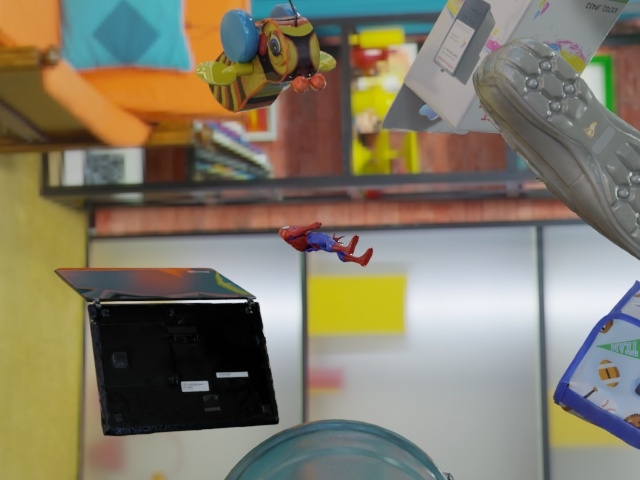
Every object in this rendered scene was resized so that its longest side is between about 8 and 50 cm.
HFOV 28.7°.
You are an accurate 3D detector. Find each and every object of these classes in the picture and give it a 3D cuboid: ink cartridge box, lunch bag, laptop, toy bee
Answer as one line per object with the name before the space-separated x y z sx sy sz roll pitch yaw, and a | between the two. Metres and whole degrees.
ink cartridge box | 0.250 -0.253 1.618 0.207 0.119 0.353 -3 131 -46
lunch bag | 0.643 0.274 2.335 0.385 0.328 0.238 -31 145 -53
laptop | -0.203 0.133 1.617 0.136 0.234 0.264 -42 -126 54
toy bee | -0.066 -0.237 1.617 0.298 0.195 0.162 98 -30 -67

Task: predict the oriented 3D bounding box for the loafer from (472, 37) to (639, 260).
loafer | 0.296 -0.092 1.405 0.319 0.112 0.111 49 -19 -8

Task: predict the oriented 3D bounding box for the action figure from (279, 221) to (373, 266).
action figure | 0.000 0.000 1.181 0.038 0.115 0.030 35 73 -41

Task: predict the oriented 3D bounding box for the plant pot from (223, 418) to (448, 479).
plant pot | 0.030 0.412 1.461 0.334 0.341 0.341 -130 -143 -84

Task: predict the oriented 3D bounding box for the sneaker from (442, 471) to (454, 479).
sneaker | 0.162 0.432 2.044 0.135 0.058 0.052 -42 110 -28
